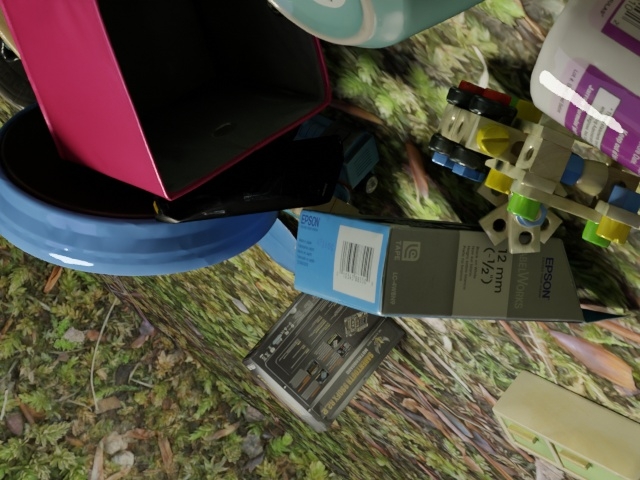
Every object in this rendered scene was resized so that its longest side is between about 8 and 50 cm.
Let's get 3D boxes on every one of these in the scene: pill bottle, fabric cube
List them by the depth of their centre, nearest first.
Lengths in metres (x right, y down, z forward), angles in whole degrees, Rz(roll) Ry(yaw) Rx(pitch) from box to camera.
[{"bbox_3d":[0.329,-0.098,1.014,0.301,0.169,0.169,37,162,17],"label":"pill bottle"},{"bbox_3d":[-0.185,-0.234,1.544,0.258,0.259,0.254,19,135,50],"label":"fabric cube"}]

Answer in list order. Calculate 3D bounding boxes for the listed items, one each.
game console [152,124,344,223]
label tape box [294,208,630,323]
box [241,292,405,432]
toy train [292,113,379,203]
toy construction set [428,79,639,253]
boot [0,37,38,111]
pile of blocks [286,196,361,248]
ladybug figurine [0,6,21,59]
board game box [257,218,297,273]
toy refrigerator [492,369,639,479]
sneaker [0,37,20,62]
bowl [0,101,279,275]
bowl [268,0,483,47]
[{"bbox_3d":[-0.067,-0.119,1.619,0.213,0.361,0.044,-6,115,13],"label":"game console"},{"bbox_3d":[0.174,0.032,1.622,0.347,0.115,0.249,2,-176,-25],"label":"label tape box"},{"bbox_3d":[0.007,0.183,2.243,0.183,0.231,0.056,43,159,-8],"label":"box"},{"bbox_3d":[0.000,-0.125,1.793,0.184,0.080,0.105,29,152,30],"label":"toy train"},{"bbox_3d":[0.229,-0.075,1.349,0.215,0.151,0.327,19,173,-11],"label":"toy construction set"},{"bbox_3d":[-0.518,-0.252,2.493,0.377,0.138,0.284,38,163,-6],"label":"boot"},{"bbox_3d":[0.000,0.000,1.836,0.149,0.113,0.362,25,178,20],"label":"pile of blocks"},{"bbox_3d":[-0.383,-0.361,1.891,0.305,0.162,0.449,20,153,47],"label":"ladybug figurine"},{"bbox_3d":[-0.074,-0.016,2.276,0.133,0.033,0.169,42,158,15],"label":"board game box"},{"bbox_3d":[0.392,0.301,1.940,0.269,0.094,0.102,25,156,43],"label":"toy refrigerator"},{"bbox_3d":[-0.476,-0.361,2.187,0.101,0.106,0.267,45,161,-8],"label":"sneaker"},{"bbox_3d":[-0.242,-0.094,1.712,0.391,0.391,0.077,30,130,32],"label":"bowl"},{"bbox_3d":[0.026,-0.298,1.193,0.311,0.163,0.311,38,162,15],"label":"bowl"}]
